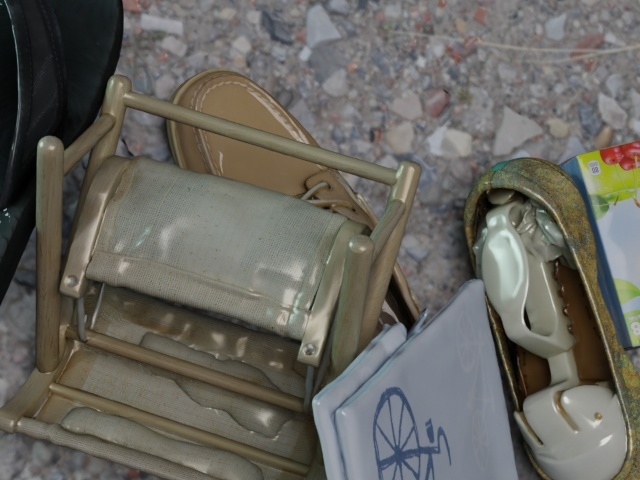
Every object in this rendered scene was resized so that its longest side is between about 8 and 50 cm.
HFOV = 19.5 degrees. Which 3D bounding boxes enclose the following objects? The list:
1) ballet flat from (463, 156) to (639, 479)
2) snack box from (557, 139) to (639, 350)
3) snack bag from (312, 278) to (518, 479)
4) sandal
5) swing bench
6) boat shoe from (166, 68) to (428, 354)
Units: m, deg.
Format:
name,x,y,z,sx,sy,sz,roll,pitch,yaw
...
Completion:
name,x,y,z,sx,sy,sz,roll,pitch,yaw
ballet flat,0.195,0.098,1.542,0.123,0.123,0.348,-12,81,-19
snack box,0.325,-0.008,1.631,0.207,0.070,0.174,-13,84,-18
snack bag,0.089,0.210,1.383,0.037,0.342,0.323,-6,104,23
sandal,-0.257,-0.098,1.381,0.167,0.107,0.445,6,57,9
swing bench,-0.085,0.046,1.390,0.253,0.165,0.254,18,117,9
boat shoe,0.000,0.000,1.508,0.122,0.110,0.341,-35,92,-20
